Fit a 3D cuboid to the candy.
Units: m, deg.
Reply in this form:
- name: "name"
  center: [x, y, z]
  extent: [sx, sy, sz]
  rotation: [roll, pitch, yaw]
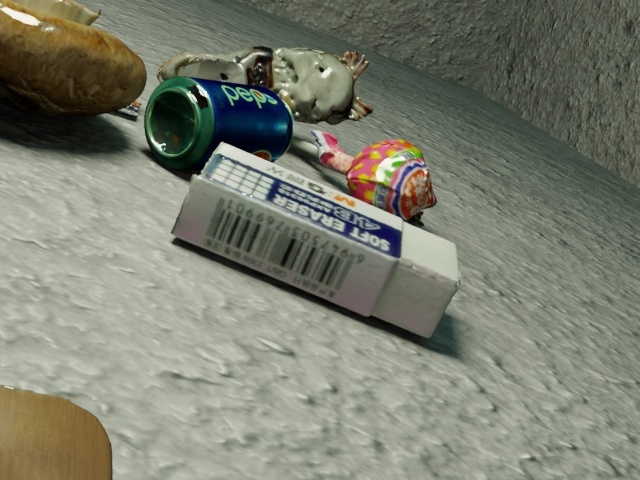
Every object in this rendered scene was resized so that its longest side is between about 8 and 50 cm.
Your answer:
- name: "candy"
  center: [0.022, -0.126, 1.175]
  extent: [0.124, 0.124, 0.365]
  rotation: [4, 19, -44]

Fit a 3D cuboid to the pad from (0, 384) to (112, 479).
- name: "pad"
  center: [-0.225, 0.133, 0.315]
  extent: [0.284, 0.018, 0.286]
  rotation: [16, 21, -22]

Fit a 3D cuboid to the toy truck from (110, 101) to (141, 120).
- name: "toy truck"
  center: [-0.292, -0.190, 1.058]
  extent: [0.083, 0.024, 0.032]
  rotation: [19, 49, -22]

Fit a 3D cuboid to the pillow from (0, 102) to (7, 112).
- name: "pillow"
  center: [-0.447, -0.183, 0.834]
  extent: [0.185, 0.043, 0.118]
  rotation: [30, 8, 15]

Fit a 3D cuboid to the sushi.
- name: "sushi"
  center: [-0.087, -0.241, 1.201]
  extent: [0.332, 0.124, 0.130]
  rotation: [-3, 13, -10]

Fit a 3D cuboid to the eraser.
- name: "eraser"
  center: [0.000, 0.000, 0.813]
  extent: [0.287, 0.086, 0.130]
  rotation: [23, 21, -2]

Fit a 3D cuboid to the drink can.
- name: "drink can"
  center: [-0.127, -0.151, 1.009]
  extent: [0.118, 0.118, 0.205]
  rotation: [34, 23, 25]

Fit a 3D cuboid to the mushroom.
- name: "mushroom"
  center: [-0.342, -0.226, 0.893]
  extent: [0.278, 0.146, 0.278]
  rotation: [21, 4, -1]

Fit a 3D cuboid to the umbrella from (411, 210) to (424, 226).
- name: "umbrella"
  center: [0.130, -0.061, 1.207]
  extent: [0.027, 0.025, 0.165]
  rotation: [-2, 26, -18]
